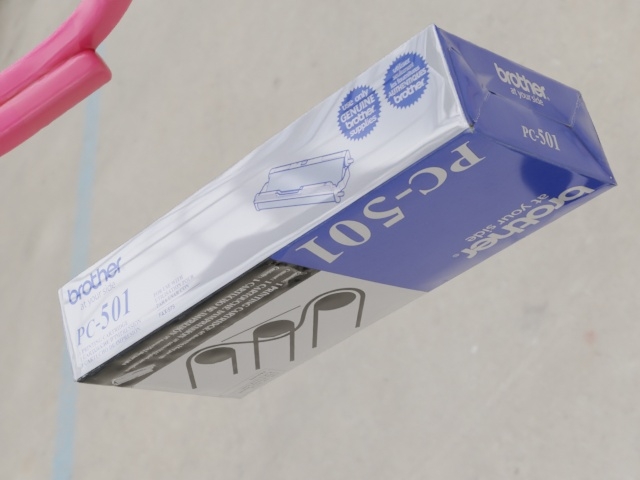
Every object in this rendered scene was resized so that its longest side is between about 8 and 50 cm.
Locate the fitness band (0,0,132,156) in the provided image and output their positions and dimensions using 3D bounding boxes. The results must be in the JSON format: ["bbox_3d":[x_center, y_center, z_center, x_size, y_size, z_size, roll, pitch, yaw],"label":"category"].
[{"bbox_3d":[-0.252,-0.134,0.924,0.291,0.209,0.054,-36,68,-4],"label":"fitness band"}]

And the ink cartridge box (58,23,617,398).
[{"bbox_3d":[0.000,0.000,0.510,0.207,0.097,0.046,-32,61,32],"label":"ink cartridge box"}]
